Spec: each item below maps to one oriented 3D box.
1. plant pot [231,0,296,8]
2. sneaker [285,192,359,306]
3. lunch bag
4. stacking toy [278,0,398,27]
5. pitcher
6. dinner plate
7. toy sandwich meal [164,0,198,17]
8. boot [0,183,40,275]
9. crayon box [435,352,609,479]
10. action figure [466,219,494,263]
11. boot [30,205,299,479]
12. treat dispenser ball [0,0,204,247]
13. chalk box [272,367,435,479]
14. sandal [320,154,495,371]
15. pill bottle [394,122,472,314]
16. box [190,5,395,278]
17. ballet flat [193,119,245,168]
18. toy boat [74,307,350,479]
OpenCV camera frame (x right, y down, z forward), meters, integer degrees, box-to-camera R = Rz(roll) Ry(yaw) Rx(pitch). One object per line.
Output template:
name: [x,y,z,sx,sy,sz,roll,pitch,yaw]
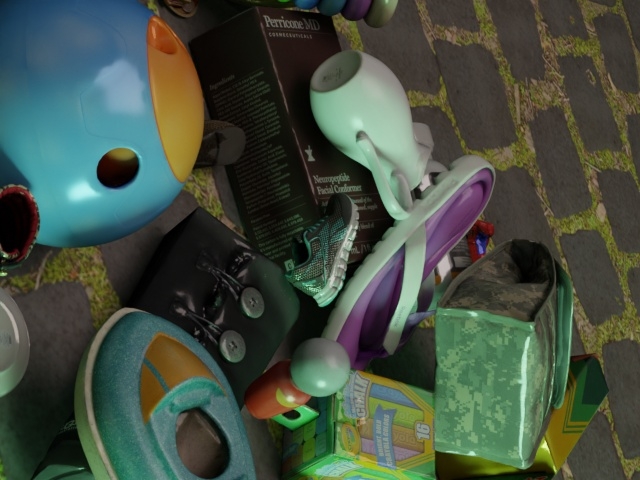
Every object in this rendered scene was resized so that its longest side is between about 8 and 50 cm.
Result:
plant pot: [-0.072,-0.530,2.018,0.276,0.276,0.254,30,38,-43]
sneaker: [0.000,0.000,1.765,0.076,0.065,0.166,27,53,-20]
lunch bag: [0.270,0.150,1.947,0.287,0.169,0.235,-46,141,-59]
stacking toy: [-0.058,-0.386,1.906,0.330,0.141,0.141,6,62,-11]
pitcher: [0.072,-0.142,1.853,0.207,0.125,0.178,53,23,-35]
dinner plate: [-0.366,0.102,1.469,0.141,0.017,0.141,30,51,-44]
toy sandwich meal: [-0.197,-0.355,1.924,0.085,0.029,0.086,29,51,-43]
boot: [-0.382,0.047,1.330,0.085,0.178,0.236,49,38,-27]
crayon box: [0.302,0.284,2.109,0.318,0.202,0.081,-39,113,-55]
action figure: [0.251,0.058,2.261,0.139,0.091,0.280,18,58,-59]
boot: [-0.125,0.224,1.640,0.367,0.146,0.445,53,33,-24]
treat dispenser ball: [-0.270,-0.136,1.483,0.288,0.288,0.288,29,51,-43]
chalk box: [0.031,0.254,1.802,0.213,0.132,0.132,17,58,-26]
sandal: [0.130,0.058,1.896,0.416,0.102,0.169,-55,150,-7]
pill bottle: [0.135,-0.029,2.088,0.162,0.162,0.278,4,70,-53]
box: [-0.030,-0.131,1.942,0.191,0.143,0.381,-9,78,-55]
ballet flat: [-0.199,-0.128,1.789,0.250,0.058,0.084,-10,117,-50]
toy boat: [-0.108,0.176,1.445,0.318,0.148,0.267,-15,76,-48]
